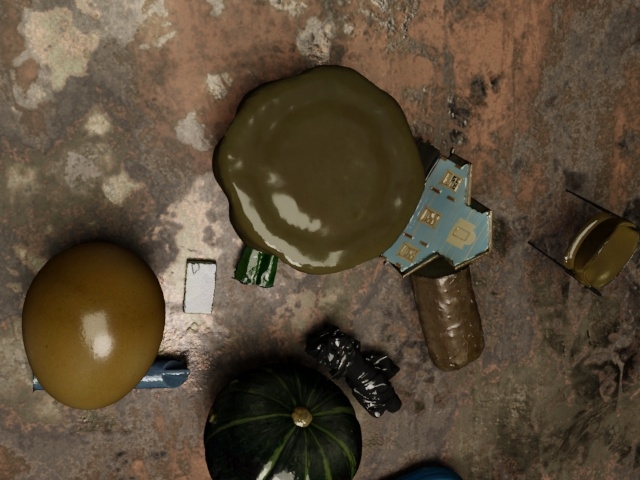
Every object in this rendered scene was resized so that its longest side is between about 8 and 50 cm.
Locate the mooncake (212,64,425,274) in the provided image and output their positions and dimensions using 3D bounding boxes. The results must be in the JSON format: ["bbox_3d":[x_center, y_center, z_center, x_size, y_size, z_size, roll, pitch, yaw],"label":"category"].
[{"bbox_3d":[-0.010,-0.127,1.325,0.379,0.201,0.378,-1,94,-16],"label":"mooncake"}]

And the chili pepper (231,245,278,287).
[{"bbox_3d":[-0.108,-0.020,1.441,0.088,0.059,0.226,15,101,-4],"label":"chili pepper"}]

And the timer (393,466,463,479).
[{"bbox_3d":[0.234,0.712,1.729,0.309,0.115,0.339,-22,111,-4],"label":"timer"}]

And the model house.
[{"bbox_3d":[0.236,-0.046,1.443,0.207,0.178,0.270,25,98,-18],"label":"model house"}]

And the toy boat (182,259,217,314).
[{"bbox_3d":[-0.246,0.095,1.467,0.064,0.016,0.114,4,108,-15],"label":"toy boat"}]

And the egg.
[{"bbox_3d":[-0.414,0.159,1.323,0.250,0.250,0.322,5,109,-15],"label":"egg"}]

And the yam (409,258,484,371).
[{"bbox_3d":[0.275,0.154,1.545,0.128,0.129,0.238,-19,110,-5],"label":"yam"}]

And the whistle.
[{"bbox_3d":[-0.420,0.274,1.462,0.305,0.062,0.062,1,108,-14],"label":"whistle"}]

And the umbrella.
[{"bbox_3d":[0.086,0.283,1.559,0.110,0.122,0.272,-28,121,33],"label":"umbrella"}]

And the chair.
[{"bbox_3d":[0.572,0.013,1.504,0.172,0.247,0.158,31,100,-21],"label":"chair"}]

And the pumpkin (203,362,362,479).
[{"bbox_3d":[-0.076,0.398,1.446,0.324,0.323,0.241,16,129,-17],"label":"pumpkin"}]
